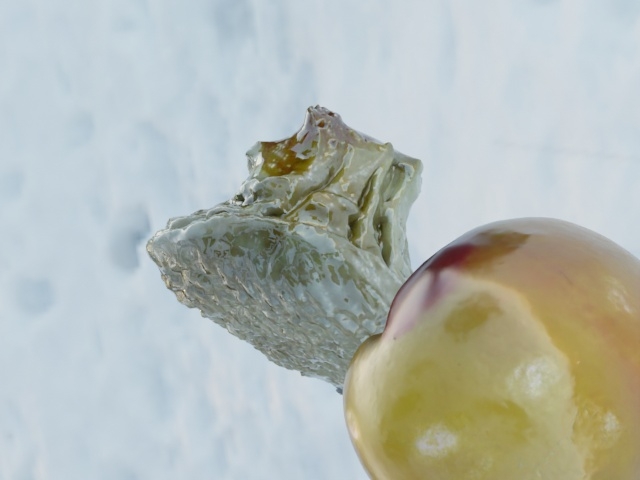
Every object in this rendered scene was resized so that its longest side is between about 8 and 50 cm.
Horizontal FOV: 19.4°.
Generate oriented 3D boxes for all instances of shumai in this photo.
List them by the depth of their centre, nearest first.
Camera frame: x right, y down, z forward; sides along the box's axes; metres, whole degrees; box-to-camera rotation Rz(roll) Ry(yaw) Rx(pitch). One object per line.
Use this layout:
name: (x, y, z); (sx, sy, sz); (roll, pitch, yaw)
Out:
shumai: (0.002, -0.001, 0.924); (0.145, 0.145, 0.116); (-35, 25, 60)

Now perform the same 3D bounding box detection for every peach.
peach: (0.082, 0.058, 0.728); (0.138, 0.138, 0.138); (31, 126, 56)
